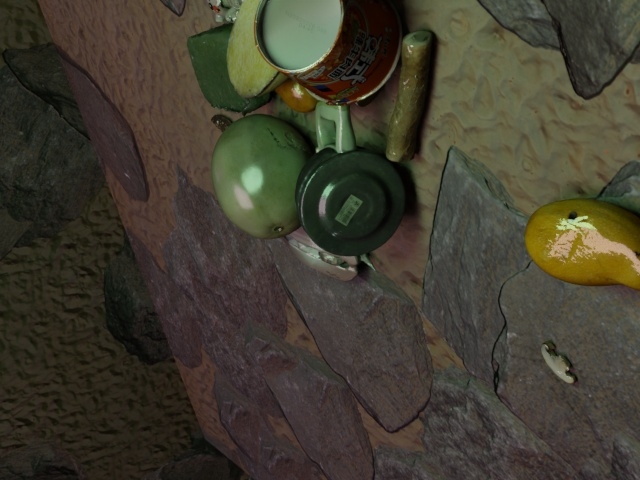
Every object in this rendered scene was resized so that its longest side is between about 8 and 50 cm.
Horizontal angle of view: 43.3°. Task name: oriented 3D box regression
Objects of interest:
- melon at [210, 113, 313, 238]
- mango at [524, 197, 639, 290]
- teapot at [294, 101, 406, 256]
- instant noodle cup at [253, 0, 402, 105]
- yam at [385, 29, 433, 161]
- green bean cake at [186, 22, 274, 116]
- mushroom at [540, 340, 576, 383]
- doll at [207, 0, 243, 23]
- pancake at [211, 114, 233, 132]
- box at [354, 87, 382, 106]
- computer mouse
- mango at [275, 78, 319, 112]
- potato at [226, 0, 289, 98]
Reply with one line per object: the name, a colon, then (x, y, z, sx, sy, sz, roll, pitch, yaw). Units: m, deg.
melon: (-0.139, -0.170, 2.015, 0.268, 0.268, 0.330, 115, 146, -57)
mango: (0.466, 0.008, 1.362, 0.262, 0.108, 0.157, 19, 121, 41)
teapot: (0.025, -0.141, 1.806, 0.322, 0.239, 0.239, 54, 180, -26)
instant noodle cup: (0.004, -0.395, 1.542, 0.250, 0.192, 0.251, -1, 88, 31)
yam: (0.178, -0.282, 1.614, 0.066, 0.066, 0.300, 42, 145, 31)
green bean cake: (-0.222, -0.439, 2.063, 0.227, 0.124, 0.223, 17, 127, 50)
mushroom: (0.484, 0.249, 1.639, 0.101, 0.019, 0.049, 56, 152, 5)
doll: (-0.212, -0.596, 1.934, 0.192, 0.095, 0.149, 28, 131, 48)
pancake: (-0.264, -0.278, 2.386, 0.184, 0.020, 0.191, 37, 143, 36)
box: (0.093, -0.329, 1.662, 0.037, 0.105, 0.106, 36, 144, 22)
computer mouse: (-0.006, 0.002, 2.122, 0.389, 0.114, 0.200, 38, 148, 37)
mango: (-0.058, -0.366, 1.901, 0.165, 0.089, 0.115, 46, 158, 31)
potato: (-0.100, -0.460, 1.819, 0.299, 0.115, 0.239, -54, 55, 34)
